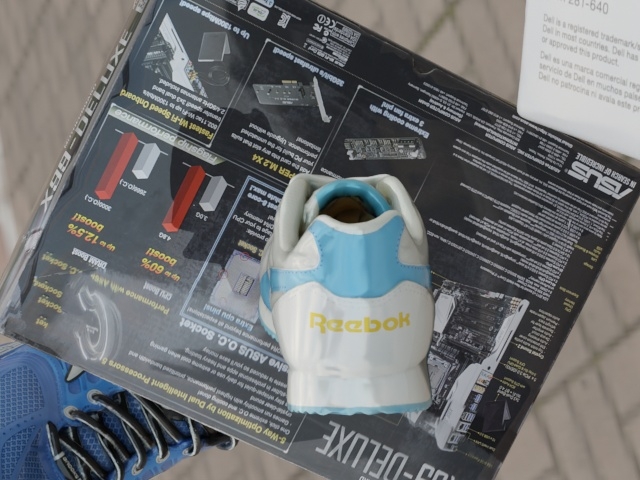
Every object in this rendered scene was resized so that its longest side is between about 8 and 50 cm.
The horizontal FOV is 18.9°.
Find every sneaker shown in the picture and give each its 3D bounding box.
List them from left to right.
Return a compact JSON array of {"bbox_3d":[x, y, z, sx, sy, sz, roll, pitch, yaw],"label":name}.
[{"bbox_3d":[-0.132,0.097,1.184,0.147,0.330,0.130,-14,111,25],"label":"sneaker"},{"bbox_3d":[0.015,0.011,0.901,0.229,0.087,0.092,-118,27,-77],"label":"sneaker"}]

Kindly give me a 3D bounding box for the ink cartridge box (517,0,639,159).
[{"bbox_3d":[0.193,-0.165,0.764,0.201,0.117,0.278,26,120,50],"label":"ink cartridge box"}]

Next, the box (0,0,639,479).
[{"bbox_3d":[0.000,0.000,1.102,0.242,0.307,0.076,-64,15,4],"label":"box"}]
